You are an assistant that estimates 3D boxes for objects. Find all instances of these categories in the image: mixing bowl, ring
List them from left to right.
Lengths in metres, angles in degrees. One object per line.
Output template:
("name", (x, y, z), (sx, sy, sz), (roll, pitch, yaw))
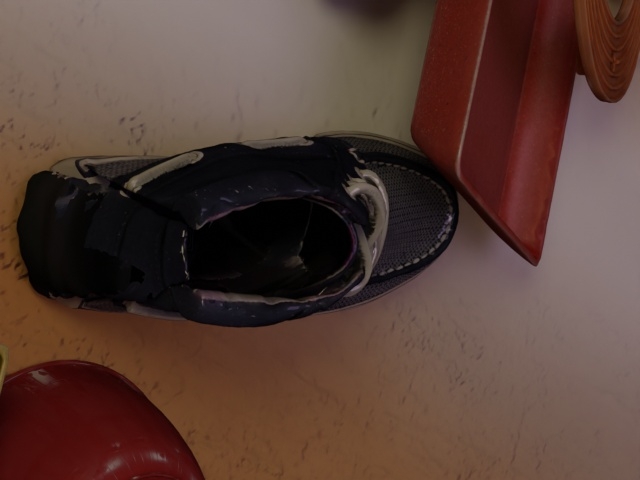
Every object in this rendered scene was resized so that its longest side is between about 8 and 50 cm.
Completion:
("mixing bowl", (-0.130, 0.166, 0.913), (0.181, 0.098, 0.181), (-8, 102, -42))
("ring", (0.200, -0.265, 1.106), (0.336, 0.032, 0.336), (4, 90, -71))

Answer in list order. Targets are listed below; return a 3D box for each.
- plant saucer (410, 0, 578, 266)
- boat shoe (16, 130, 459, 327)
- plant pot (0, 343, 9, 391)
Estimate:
("plant saucer", (0.126, -0.135, 1.063), (0.258, 0.048, 0.259), (37, 64, -67))
("boat shoe", (0.000, 0.000, 0.961), (0.340, 0.158, 0.127), (-8, 103, -41))
("plant pot", (-0.226, 0.081, 0.818), (0.081, 0.083, 0.081), (16, 86, -44))
